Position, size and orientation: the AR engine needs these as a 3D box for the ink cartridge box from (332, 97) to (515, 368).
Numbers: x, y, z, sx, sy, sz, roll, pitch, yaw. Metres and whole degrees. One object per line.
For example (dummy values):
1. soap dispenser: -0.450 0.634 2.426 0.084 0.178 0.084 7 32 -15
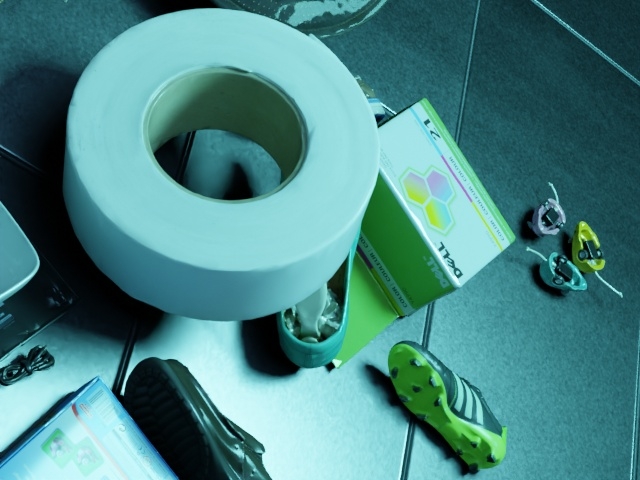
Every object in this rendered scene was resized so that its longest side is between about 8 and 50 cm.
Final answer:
1. ink cartridge box: 0.065 -0.009 1.618 0.189 0.097 0.255 57 42 -3

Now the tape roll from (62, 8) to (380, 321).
1. tape roll: -0.091 -0.072 1.421 0.286 0.100 0.286 5 59 -8

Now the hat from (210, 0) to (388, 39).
1. hat: -0.049 -0.351 1.675 0.331 0.134 0.331 6 74 -23

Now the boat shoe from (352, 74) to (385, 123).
1. boat shoe: -0.008 -0.148 1.658 0.183 0.066 0.066 -6 67 -54

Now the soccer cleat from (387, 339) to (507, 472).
1. soccer cleat: 0.132 0.164 1.620 0.179 0.060 0.072 50 34 -19

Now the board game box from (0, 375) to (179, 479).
1. board game box: -0.206 0.235 1.279 0.160 0.039 0.211 54 42 -7

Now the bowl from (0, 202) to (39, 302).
1. bowl: -0.320 0.010 1.273 0.142 0.053 0.142 50 43 9

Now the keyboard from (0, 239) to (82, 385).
1. keyboard: -0.277 0.078 1.313 0.108 0.023 0.180 50 44 0

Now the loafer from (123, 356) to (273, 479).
1. loafer: -0.096 0.194 1.385 0.220 0.080 0.078 59 33 -7

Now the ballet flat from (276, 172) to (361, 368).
1. ballet flat: 0.000 0.000 1.514 0.083 0.087 0.247 3 80 -3

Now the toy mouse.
1. toy mouse: 0.279 0.010 1.851 0.143 0.031 0.161 -11 75 -45
